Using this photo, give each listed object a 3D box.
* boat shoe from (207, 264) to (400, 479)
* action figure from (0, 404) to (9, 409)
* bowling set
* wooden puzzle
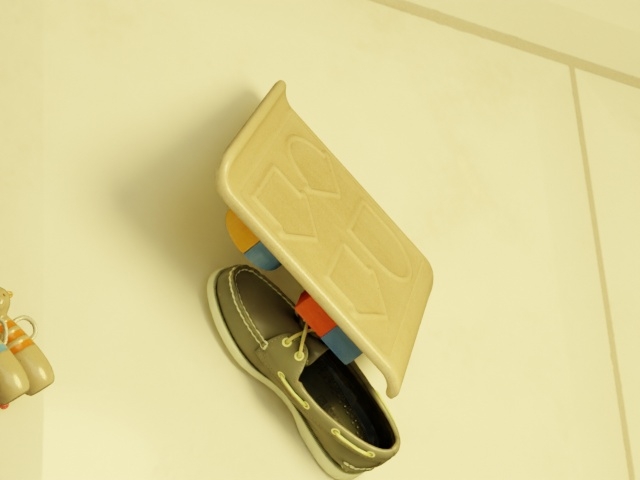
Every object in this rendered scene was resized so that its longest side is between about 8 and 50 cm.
[{"bbox_3d":[-0.017,0.146,1.914,0.305,0.091,0.109,54,47,-5],"label":"boat shoe"},{"bbox_3d":[-0.355,0.125,1.699,0.038,0.030,0.115,-19,79,-38],"label":"action figure"},{"bbox_3d":[-0.372,0.110,1.567,0.287,0.200,0.154,-31,87,-38],"label":"bowling set"},{"bbox_3d":[0.000,0.000,1.952,0.348,0.080,0.322,52,23,-11],"label":"wooden puzzle"}]
